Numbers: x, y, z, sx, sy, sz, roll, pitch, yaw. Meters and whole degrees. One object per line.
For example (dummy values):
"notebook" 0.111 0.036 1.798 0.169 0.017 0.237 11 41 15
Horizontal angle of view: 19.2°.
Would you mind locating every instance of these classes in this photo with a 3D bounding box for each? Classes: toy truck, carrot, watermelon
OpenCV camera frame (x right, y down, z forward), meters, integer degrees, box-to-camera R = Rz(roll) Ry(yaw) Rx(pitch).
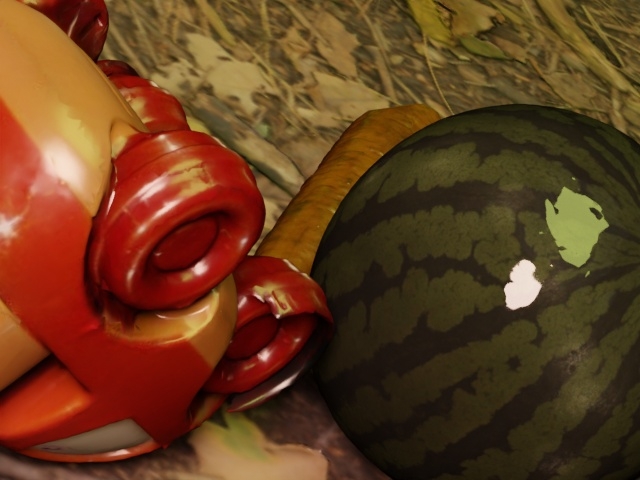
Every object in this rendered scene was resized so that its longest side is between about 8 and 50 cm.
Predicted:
"toy truck" -0.149 0.015 0.840 0.189 0.239 0.265 51 -3 29
"carrot" 0.000 0.000 1.066 0.066 0.066 0.314 34 35 5
"watermelon" 0.094 0.037 0.950 0.212 0.212 0.212 21 34 -15

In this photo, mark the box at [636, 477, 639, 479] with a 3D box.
"box" 0.185 0.048 1.124 0.135 0.079 0.269 9 38 -31
